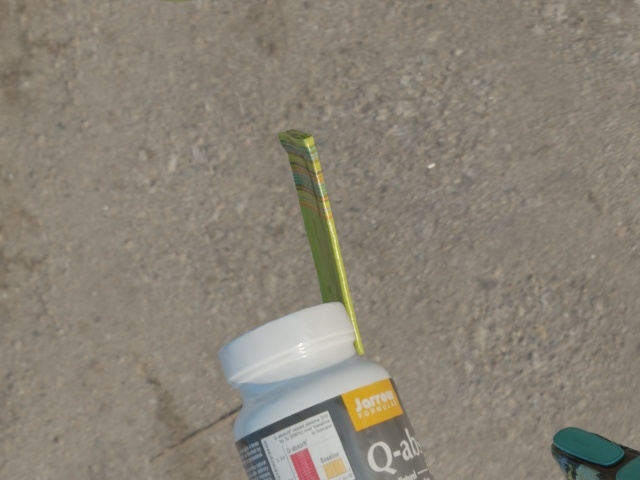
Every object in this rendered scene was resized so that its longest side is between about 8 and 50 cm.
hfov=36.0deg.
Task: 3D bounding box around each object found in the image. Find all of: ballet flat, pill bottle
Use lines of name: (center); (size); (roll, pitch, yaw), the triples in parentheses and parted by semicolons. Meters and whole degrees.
ballet flat: (0.301, 0.236, 0.957); (0.188, 0.070, 0.070); (-158, 62, -65)
pill bottle: (0.014, 0.209, 0.919); (0.162, 0.162, 0.278); (-30, 76, 32)

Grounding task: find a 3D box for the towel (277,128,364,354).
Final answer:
towel: (0.000, 0.000, 1.043); (0.021, 0.102, 0.237); (-16, 103, -10)
